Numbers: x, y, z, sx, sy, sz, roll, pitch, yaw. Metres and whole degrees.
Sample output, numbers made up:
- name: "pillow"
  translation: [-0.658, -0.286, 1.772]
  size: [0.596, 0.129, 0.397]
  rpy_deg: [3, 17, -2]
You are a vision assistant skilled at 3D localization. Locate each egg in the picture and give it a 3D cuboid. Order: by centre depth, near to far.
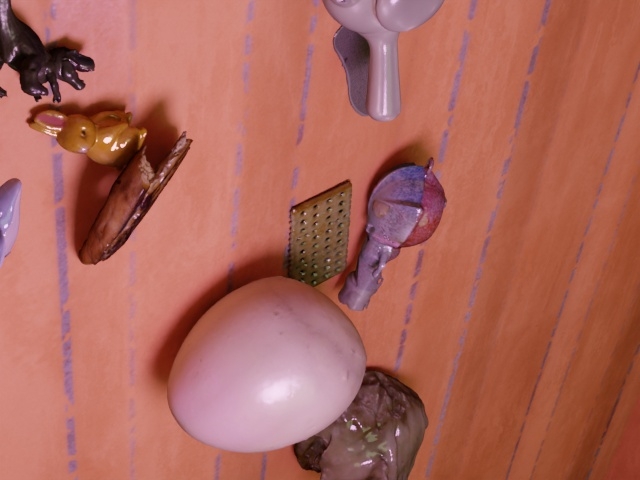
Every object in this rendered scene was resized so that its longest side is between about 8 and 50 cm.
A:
- name: "egg"
  translation: [-0.095, 0.217, 2.270]
  size: [0.345, 0.283, 0.283]
  rpy_deg: [-32, 146, -17]

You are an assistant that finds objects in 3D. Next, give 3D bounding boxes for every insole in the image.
- name: "insole"
  translation: [0.067, -0.277, 2.159]
  size: [0.080, 0.003, 0.232]
  rpy_deg: [-40, 147, -9]

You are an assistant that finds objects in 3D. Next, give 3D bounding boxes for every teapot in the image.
- name: "teapot"
  translation: [0.110, -0.351, 1.990]
  size: [0.220, 0.149, 0.318]
  rpy_deg: [-37, 146, -10]

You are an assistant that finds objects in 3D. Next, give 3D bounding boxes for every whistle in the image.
- name: "whistle"
  translation: [0.127, -0.013, 2.411]
  size: [0.133, 0.142, 0.346]
  rpy_deg: [1, 131, -33]

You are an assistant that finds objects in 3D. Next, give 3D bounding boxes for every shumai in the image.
- name: "shumai"
  translation: [0.129, 0.455, 2.778]
  size: [0.330, 0.288, 0.292]
  rpy_deg: [-8, 131, -42]

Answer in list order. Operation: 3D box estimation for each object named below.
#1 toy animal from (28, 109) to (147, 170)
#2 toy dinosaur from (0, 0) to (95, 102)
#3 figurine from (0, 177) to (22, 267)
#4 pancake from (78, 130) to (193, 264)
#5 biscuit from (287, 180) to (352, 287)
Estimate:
- name: "toy animal"
  translation: [-0.321, -0.140, 1.816]
  size: [0.159, 0.070, 0.083]
  rpy_deg: [6, 120, -45]
- name: "toy dinosaur"
  translation: [-0.360, -0.264, 1.677]
  size: [0.187, 0.087, 0.179]
  rpy_deg: [13, 80, -71]
- name: "figurine"
  translation: [-0.474, -0.023, 1.710]
  size: [0.208, 0.128, 0.184]
  rpy_deg: [-28, 122, -7]
- name: "pancake"
  translation: [-0.271, -0.056, 1.902]
  size: [0.257, 0.056, 0.212]
  rpy_deg: [-55, -177, 3]
- name: "biscuit"
  translation: [0.000, 0.000, 2.383]
  size: [0.139, 0.016, 0.231]
  rpy_deg: [-26, 143, -26]
